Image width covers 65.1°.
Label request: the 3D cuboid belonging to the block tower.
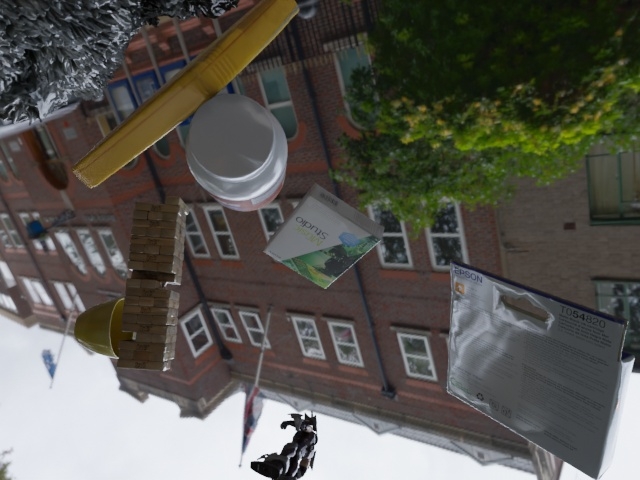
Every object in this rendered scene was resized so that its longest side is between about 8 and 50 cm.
[{"bbox_3d":[-0.334,0.083,1.007,0.097,0.336,0.091,5,170,-3],"label":"block tower"}]

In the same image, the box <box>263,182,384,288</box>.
[{"bbox_3d":[0.000,0.000,1.445,0.322,0.232,0.059,-46,-164,49],"label":"box"}]

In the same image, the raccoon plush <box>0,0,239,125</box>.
[{"bbox_3d":[-0.260,-0.246,0.360,0.446,0.216,0.299,-23,-178,20],"label":"raccoon plush"}]

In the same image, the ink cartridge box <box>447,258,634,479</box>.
[{"bbox_3d":[0.261,0.146,0.630,0.045,0.224,0.223,-22,-150,-33],"label":"ink cartridge box"}]

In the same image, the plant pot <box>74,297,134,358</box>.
[{"bbox_3d":[-0.490,0.196,1.125,0.095,0.134,0.134,0,-158,1],"label":"plant pot"}]

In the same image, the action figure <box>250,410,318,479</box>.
[{"bbox_3d":[-0.073,0.553,1.298,0.099,0.186,0.285,-6,-179,18],"label":"action figure"}]

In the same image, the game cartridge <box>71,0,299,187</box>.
[{"bbox_3d":[-0.190,-0.223,0.717,0.285,0.053,0.324,-24,-153,33],"label":"game cartridge"}]

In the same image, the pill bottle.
[{"bbox_3d":[-0.103,-0.106,0.633,0.121,0.121,0.216,-18,179,-5],"label":"pill bottle"}]
